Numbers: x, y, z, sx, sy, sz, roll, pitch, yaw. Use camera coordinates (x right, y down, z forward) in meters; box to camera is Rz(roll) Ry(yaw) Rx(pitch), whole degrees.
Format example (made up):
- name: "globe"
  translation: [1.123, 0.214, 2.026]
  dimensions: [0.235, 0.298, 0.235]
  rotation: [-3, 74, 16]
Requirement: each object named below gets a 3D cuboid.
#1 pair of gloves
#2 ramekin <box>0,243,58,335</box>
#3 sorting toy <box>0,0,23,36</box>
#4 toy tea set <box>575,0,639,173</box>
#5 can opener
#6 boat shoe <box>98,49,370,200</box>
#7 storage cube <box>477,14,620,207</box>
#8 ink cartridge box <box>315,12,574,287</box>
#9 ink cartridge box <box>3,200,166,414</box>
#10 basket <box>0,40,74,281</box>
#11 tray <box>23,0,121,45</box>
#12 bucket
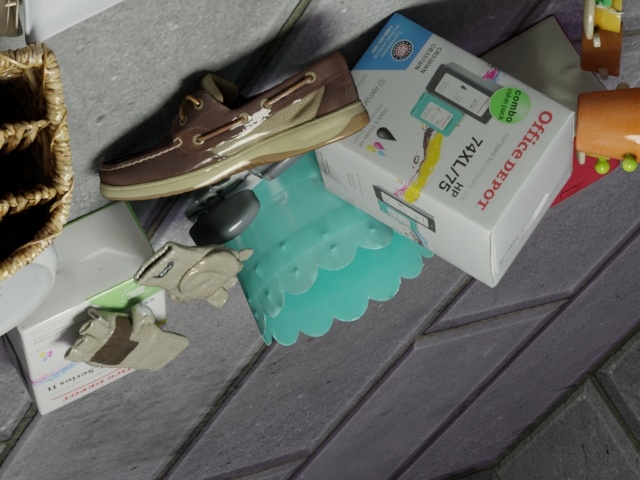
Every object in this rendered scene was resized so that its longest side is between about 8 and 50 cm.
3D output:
- name: "pair of gloves"
  translation: [-0.209, 0.084, 2.204]
  dimensions: [0.240, 0.042, 0.204]
  rotation: [-46, 152, 22]
- name: "ramekin"
  translation: [-0.431, 0.034, 1.995]
  dimensions: [0.273, 0.127, 0.273]
  rotation: [-27, 160, -10]
- name: "sorting toy"
  translation: [-0.329, -0.240, 1.674]
  dimensions: [0.075, 0.045, 0.083]
  rotation: [-9, 141, -21]
- name: "toy tea set"
  translation: [0.396, -0.245, 2.201]
  dimensions: [0.124, 0.336, 0.200]
  rotation: [4, -171, 8]
- name: "can opener"
  translation: [-0.063, -0.097, 2.259]
  dimensions: [0.280, 0.093, 0.074]
  rotation: [-41, 158, 12]
- name: "boat shoe"
  translation: [-0.117, -0.142, 2.069]
  dimensions: [0.342, 0.123, 0.123]
  rotation: [-16, -169, 14]
- name: "storage cube"
  translation: [0.301, -0.166, 2.438]
  dimensions: [0.215, 0.184, 0.193]
  rotation: [-29, 157, -4]
- name: "ink cartridge box"
  translation: [0.160, -0.112, 2.183]
  dimensions: [0.198, 0.270, 0.197]
  rotation: [-54, 162, -15]
- name: "ink cartridge box"
  translation: [-0.320, 0.110, 2.321]
  dimensions: [0.207, 0.119, 0.353]
  rotation: [-26, 157, -15]
- name: "basket"
  translation: [-0.396, -0.042, 1.709]
  dimensions: [0.299, 0.213, 0.223]
  rotation: [-17, 174, -31]
- name: "tray"
  translation: [-0.185, -0.298, 1.708]
  dimensions: [0.270, 0.030, 0.145]
  rotation: [-30, 159, -22]
- name: "bucket"
  translation: [0.000, 0.000, 2.395]
  dimensions: [0.281, 0.183, 0.281]
  rotation: [-26, 162, -9]
